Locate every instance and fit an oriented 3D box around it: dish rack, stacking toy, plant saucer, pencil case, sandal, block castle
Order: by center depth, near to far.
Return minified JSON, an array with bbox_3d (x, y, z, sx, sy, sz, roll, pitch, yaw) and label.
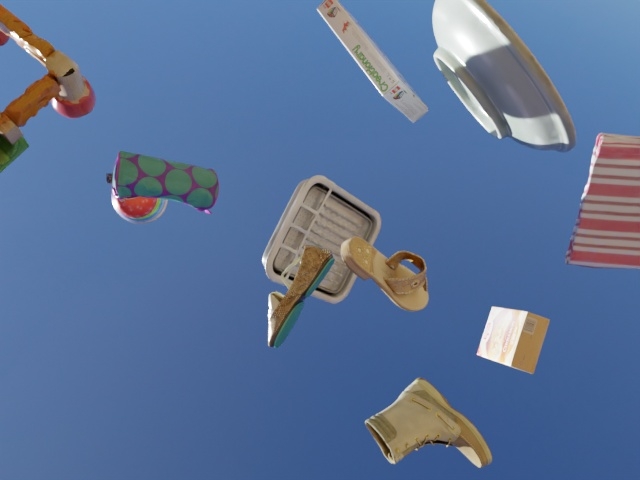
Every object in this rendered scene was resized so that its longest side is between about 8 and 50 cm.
[{"bbox_3d":[-0.224,-0.082,0.833,0.152,0.070,0.065,7,-175,-32],"label":"pencil case"},{"bbox_3d":[0.144,0.054,1.009,0.240,0.079,0.088,31,-131,-35],"label":"sandal"},{"bbox_3d":[-0.676,-0.223,1.048,0.303,0.213,0.453,40,-107,-5],"label":"block castle"},{"bbox_3d":[0.320,-0.305,1.107,0.400,0.101,0.400,48,-166,-16],"label":"plant saucer"},{"bbox_3d":[-0.437,-0.101,1.369,0.141,0.141,0.330,12,-178,-14],"label":"stacking toy"},{"bbox_3d":[0.000,0.000,1.514,0.072,0.285,0.333,25,178,45],"label":"dish rack"}]

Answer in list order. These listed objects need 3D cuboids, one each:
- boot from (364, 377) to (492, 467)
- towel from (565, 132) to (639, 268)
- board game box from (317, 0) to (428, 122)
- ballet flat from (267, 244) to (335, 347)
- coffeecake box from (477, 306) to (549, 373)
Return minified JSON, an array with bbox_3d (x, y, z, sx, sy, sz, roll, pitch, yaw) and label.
[{"bbox_3d":[0.209,0.390,1.129,0.165,0.077,0.213,-30,-125,-25],"label":"boot"},{"bbox_3d":[0.423,-0.046,0.776,0.144,0.196,0.029,5,-149,7],"label":"towel"},{"bbox_3d":[0.127,-0.432,1.382,0.193,0.053,0.305,16,-141,-59],"label":"board game box"},{"bbox_3d":[-0.052,0.096,1.051,0.067,0.206,0.073,34,-177,14],"label":"ballet flat"},{"bbox_3d":[0.497,0.254,1.502,0.068,0.185,0.142,20,-96,-9],"label":"coffeecake box"}]
